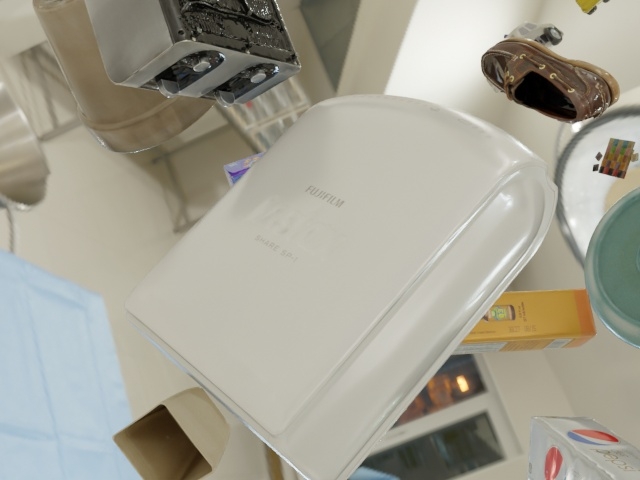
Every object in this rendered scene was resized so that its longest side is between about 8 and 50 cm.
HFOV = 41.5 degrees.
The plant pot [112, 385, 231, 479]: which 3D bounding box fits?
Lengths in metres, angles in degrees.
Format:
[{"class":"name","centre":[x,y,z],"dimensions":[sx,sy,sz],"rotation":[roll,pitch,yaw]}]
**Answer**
[{"class":"plant pot","centre":[-0.181,0.254,1.099],"dimensions":[0.109,0.109,0.096],"rotation":[54,28,0]}]

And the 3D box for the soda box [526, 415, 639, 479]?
[{"class":"soda box","centre":[0.260,0.225,0.769],"dimensions":[0.216,0.069,0.074],"rotation":[-147,-120,-81]}]

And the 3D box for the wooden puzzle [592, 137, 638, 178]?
[{"class":"wooden puzzle","centre":[0.386,-0.107,1.098],"dimensions":[0.083,0.006,0.049],"rotation":[-143,-111,-68]}]

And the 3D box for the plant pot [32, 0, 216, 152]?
[{"class":"plant pot","centre":[-0.356,-0.371,1.534],"dimensions":[0.280,0.323,0.323],"rotation":[57,13,-42]}]

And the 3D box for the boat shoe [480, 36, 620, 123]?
[{"class":"boat shoe","centre":[0.266,-0.199,1.048],"dimensions":[0.207,0.073,0.073],"rotation":[34,-30,50]}]

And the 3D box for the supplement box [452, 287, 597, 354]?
[{"class":"supplement box","centre":[0.285,0.122,1.267],"dimensions":[0.080,0.233,0.078],"rotation":[109,-21,-67]}]

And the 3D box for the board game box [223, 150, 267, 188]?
[{"class":"board game box","centre":[0.000,0.000,1.454],"dimensions":[0.078,0.233,0.347],"rotation":[-132,-156,-65]}]

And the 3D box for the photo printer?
[{"class":"photo printer","centre":[0.018,0.010,0.678],"dimensions":[0.256,0.307,0.107],"rotation":[29,-20,47]}]

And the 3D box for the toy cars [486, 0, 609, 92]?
[{"class":"toy cars","centre":[0.415,-0.400,1.463],"dimensions":[0.087,0.393,0.176],"rotation":[48,-6,4]}]

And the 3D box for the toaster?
[{"class":"toaster","centre":[-0.127,-0.226,0.806],"dimensions":[0.168,0.110,0.186],"rotation":[-2,68,-53]}]

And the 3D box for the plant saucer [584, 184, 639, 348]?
[{"class":"plant saucer","centre":[0.586,0.031,1.414],"dimensions":[0.043,0.317,0.318],"rotation":[25,37,-45]}]
